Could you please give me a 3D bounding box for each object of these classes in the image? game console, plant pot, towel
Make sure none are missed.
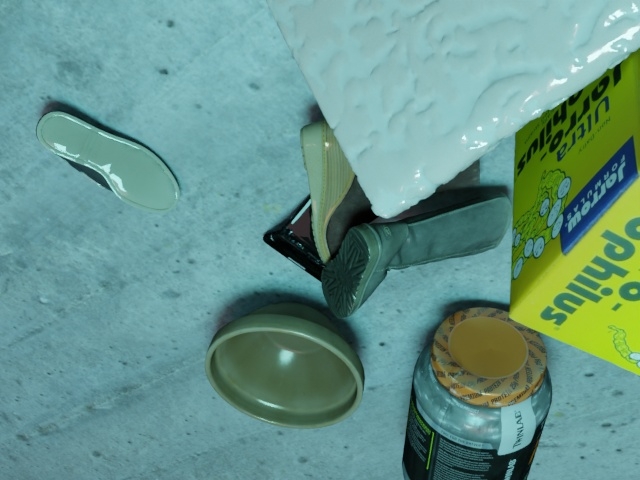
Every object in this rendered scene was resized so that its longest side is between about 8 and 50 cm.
[{"bbox_3d":[0.000,0.000,1.192,0.122,0.071,0.107,36,161,-18],"label":"game console"},{"bbox_3d":[-0.045,0.170,1.297,0.237,0.110,0.237,8,134,8],"label":"plant pot"},{"bbox_3d":[0.106,-0.232,0.791,0.332,0.053,0.317,-37,74,37],"label":"towel"}]

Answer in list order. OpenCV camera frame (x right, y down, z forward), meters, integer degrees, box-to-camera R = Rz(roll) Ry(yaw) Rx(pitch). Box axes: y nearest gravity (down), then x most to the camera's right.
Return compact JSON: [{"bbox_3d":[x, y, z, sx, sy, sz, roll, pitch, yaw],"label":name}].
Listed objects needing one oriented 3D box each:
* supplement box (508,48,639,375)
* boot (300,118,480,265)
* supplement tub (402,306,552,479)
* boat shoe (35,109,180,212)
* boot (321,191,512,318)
[{"bbox_3d":[0.308,-0.075,0.799,0.195,0.356,0.194,23,134,-8],"label":"supplement box"},{"bbox_3d":[0.091,-0.056,1.053,0.206,0.090,0.248,-4,137,5],"label":"boot"},{"bbox_3d":[0.223,0.256,1.250,0.193,0.194,0.316,8,135,8],"label":"supplement tub"},{"bbox_3d":[-0.279,-0.106,1.146,0.206,0.075,0.065,32,176,-22],"label":"boat shoe"},{"bbox_3d":[0.117,0.017,1.080,0.208,0.076,0.190,-18,159,-29],"label":"boot"}]
